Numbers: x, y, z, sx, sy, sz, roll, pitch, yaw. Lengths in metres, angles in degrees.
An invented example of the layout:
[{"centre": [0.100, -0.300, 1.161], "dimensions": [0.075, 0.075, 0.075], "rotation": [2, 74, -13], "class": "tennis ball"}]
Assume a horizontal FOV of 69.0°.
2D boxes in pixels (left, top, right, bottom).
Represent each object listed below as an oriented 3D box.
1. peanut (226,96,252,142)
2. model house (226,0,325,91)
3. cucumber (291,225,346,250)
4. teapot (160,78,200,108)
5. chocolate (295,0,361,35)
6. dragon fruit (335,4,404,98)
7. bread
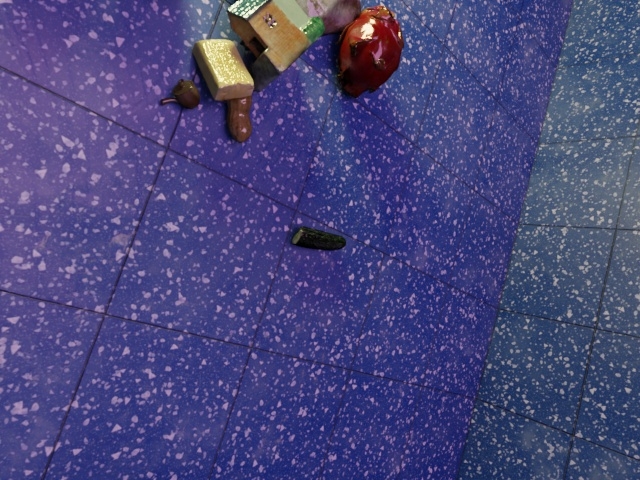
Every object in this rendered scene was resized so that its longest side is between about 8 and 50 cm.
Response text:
[{"centre": [-0.250, -0.400, 1.449], "dimensions": [0.089, 0.089, 0.193], "rotation": [-9, 99, -38], "class": "peanut"}, {"centre": [-0.190, -0.679, 1.431], "dimensions": [0.325, 0.194, 0.267], "rotation": [48, 63, -21], "class": "model house"}, {"centre": [0.001, -0.001, 1.703], "dimensions": [0.241, 0.074, 0.075], "rotation": [11, 87, -41], "class": "cucumber"}, {"centre": [-0.408, -0.418, 1.350], "dimensions": [0.110, 0.085, 0.080], "rotation": [-30, 140, -3], "class": "teapot"}, {"centre": [0.031, -0.828, 1.639], "dimensions": [0.303, 0.100, 0.185], "rotation": [-27, 114, -31], "class": "chocolate"}, {"centre": [0.179, -0.681, 1.686], "dimensions": [0.315, 0.250, 0.250], "rotation": [-45, 123, 0], "class": "dragon fruit"}, {"centre": [-0.286, -0.505, 1.376], "dimensions": [0.125, 0.068, 0.189], "rotation": [-16, 72, -35], "class": "bread"}]
